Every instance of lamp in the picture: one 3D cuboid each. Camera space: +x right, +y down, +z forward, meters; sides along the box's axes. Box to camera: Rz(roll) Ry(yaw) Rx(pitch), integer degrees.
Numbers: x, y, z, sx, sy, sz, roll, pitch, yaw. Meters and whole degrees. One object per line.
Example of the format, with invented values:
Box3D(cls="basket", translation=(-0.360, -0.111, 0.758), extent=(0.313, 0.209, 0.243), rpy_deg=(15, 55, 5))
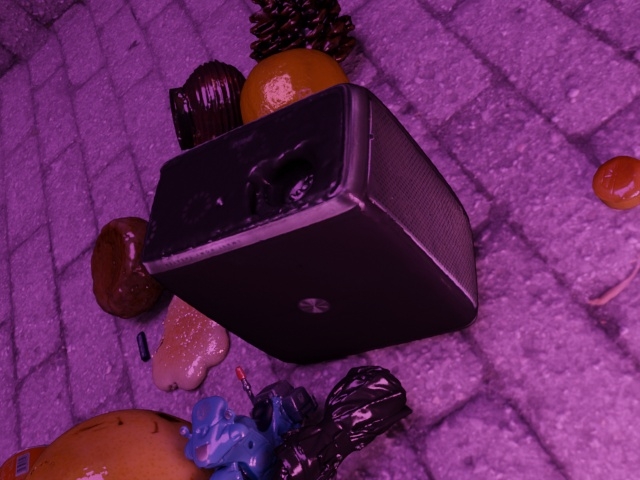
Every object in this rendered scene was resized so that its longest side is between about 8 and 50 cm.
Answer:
Box3D(cls="lamp", translation=(-0.225, -0.293, 1.649), extent=(0.247, 0.247, 0.247), rpy_deg=(-20, 51, 27))

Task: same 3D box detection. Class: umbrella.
Box3D(cls="umbrella", translation=(-0.002, 0.312, 1.063), extent=(0.340, 0.118, 0.118), rpy_deg=(-39, 38, -28))

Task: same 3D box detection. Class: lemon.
Box3D(cls="lemon", translation=(-0.041, -0.251, 1.469), extent=(0.240, 0.240, 0.219), rpy_deg=(-23, 70, 25))

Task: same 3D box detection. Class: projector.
Box3D(cls="projector", translation=(0.000, 0.000, 1.136), extent=(0.395, 0.405, 0.242), rpy_deg=(-19, 50, 28))

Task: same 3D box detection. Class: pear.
Box3D(cls="pear", translation=(-0.304, 0.437, 1.148), extent=(0.348, 0.348, 0.348), rpy_deg=(-20, 51, 27))

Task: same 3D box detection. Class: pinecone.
Box3D(cls="pinecone", translation=(-0.041, -0.459, 1.596), extent=(0.243, 0.257, 0.243), rpy_deg=(-3, 39, 3))

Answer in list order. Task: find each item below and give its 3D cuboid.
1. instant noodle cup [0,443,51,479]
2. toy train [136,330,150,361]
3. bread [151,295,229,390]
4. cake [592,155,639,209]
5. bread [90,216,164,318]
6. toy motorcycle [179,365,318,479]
Box3D(cls="instant noodle cup", translation=(-0.529, 0.507, 1.363), extent=(0.216, 0.216, 0.172), rpy_deg=(-42, 36, 7))
Box3D(cls="toy train", translation=(-0.387, 0.227, 1.565), extent=(0.017, 0.017, 0.083), rpy_deg=(-38, 44, 10))
Box3D(cls="bread", translation=(-0.256, 0.184, 1.476), extent=(0.181, 0.039, 0.251), rpy_deg=(-9, 56, 34))
Box3D(cls="cake", translation=(0.459, -0.088, 1.095), extent=(0.084, 0.044, 0.084), rpy_deg=(-22, 50, 28))
Box3D(cls="bread", translation=(-0.420, 0.058, 1.605), extent=(0.230, 0.123, 0.230), rpy_deg=(-5, 83, 49))
Box3D(cls="toy motorcycle", translation=(-0.108, 0.300, 1.117), extent=(0.123, 0.182, 0.272), rpy_deg=(-26, 4, 30))
